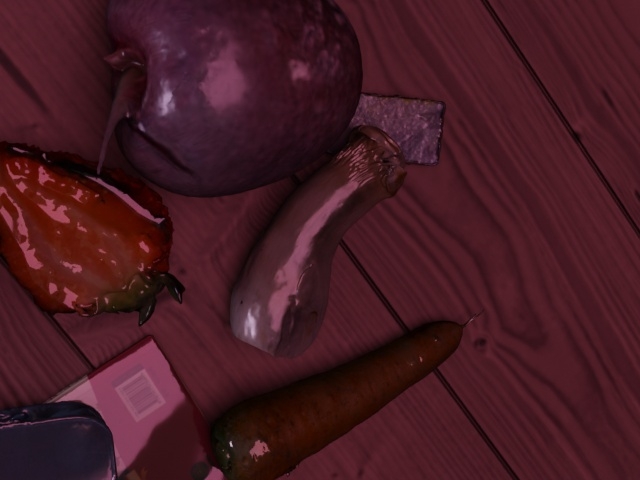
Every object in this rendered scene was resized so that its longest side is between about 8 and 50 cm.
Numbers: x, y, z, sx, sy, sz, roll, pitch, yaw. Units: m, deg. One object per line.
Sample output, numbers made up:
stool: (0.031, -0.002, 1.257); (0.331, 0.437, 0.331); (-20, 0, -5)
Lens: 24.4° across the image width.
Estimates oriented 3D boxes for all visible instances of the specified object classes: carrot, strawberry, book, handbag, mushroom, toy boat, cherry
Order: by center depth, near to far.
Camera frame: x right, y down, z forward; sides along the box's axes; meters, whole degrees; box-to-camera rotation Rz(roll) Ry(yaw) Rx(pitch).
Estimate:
cherry: (-0.081, -0.143, 1.228); (0.266, 0.184, 0.213); (-6, 99, -37)
handbag: (-0.282, 0.235, 1.241); (0.229, 0.062, 0.179); (-8, 98, -17)
strawberry: (-0.200, -0.009, 1.252); (0.192, 0.085, 0.140); (13, 107, 1)
book: (-0.204, 0.212, 1.305); (0.232, 0.022, 0.162); (-33, 102, -13)
mushroom: (-0.003, -0.003, 1.317); (0.092, 0.081, 0.223); (28, 91, -8)
carrot: (0.035, 0.135, 1.354); (0.298, 0.078, 0.078); (-26, 103, -24)
toy boat: (0.060, -0.104, 1.367); (0.115, 0.016, 0.063); (6, 95, -19)
